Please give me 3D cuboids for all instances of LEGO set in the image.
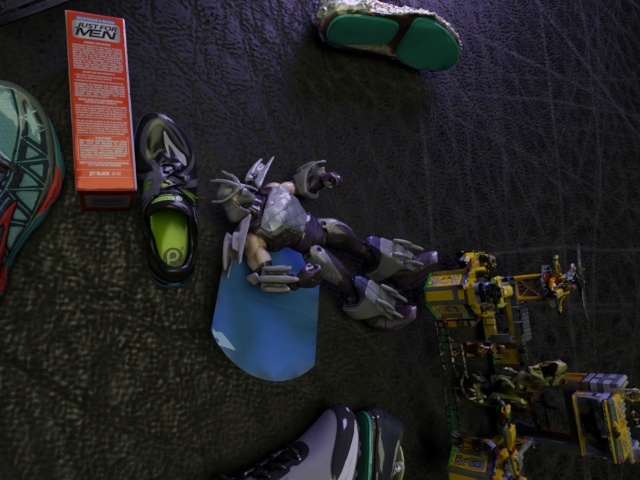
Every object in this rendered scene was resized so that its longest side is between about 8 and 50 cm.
[{"bbox_3d":[0.279,0.161,0.537,0.255,0.192,0.330,11,74,-44],"label":"LEGO set"}]

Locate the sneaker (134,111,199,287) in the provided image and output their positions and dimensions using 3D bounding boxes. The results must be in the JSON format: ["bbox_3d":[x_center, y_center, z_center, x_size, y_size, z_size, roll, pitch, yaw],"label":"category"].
[{"bbox_3d":[-0.155,-0.045,0.454,0.067,0.078,0.188,-4,83,-26],"label":"sneaker"}]

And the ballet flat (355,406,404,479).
[{"bbox_3d":[0.065,0.306,0.513,0.074,0.074,0.203,17,73,-23],"label":"ballet flat"}]

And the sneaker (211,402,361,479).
[{"bbox_3d":[-0.062,0.270,0.441,0.271,0.100,0.108,-41,95,-25],"label":"sneaker"}]

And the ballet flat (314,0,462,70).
[{"bbox_3d":[0.101,-0.309,0.621,0.241,0.091,0.077,2,59,-29],"label":"ballet flat"}]

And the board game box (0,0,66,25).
[{"bbox_3d":[-0.223,-0.329,0.339,0.224,0.303,0.097,-41,100,-25],"label":"board game box"}]

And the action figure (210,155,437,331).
[{"bbox_3d":[0.000,0.000,0.507,0.285,0.099,0.185,30,60,-24],"label":"action figure"}]

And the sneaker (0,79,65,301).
[{"bbox_3d":[-0.291,-0.023,0.358,0.104,0.125,0.261,15,76,-24],"label":"sneaker"}]

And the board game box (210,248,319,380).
[{"bbox_3d":[-0.064,0.076,0.499,0.133,0.033,0.168,25,53,-32],"label":"board game box"}]

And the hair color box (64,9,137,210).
[{"bbox_3d":[-0.217,-0.119,0.428,0.054,0.093,0.167,-2,82,-26],"label":"hair color box"}]
